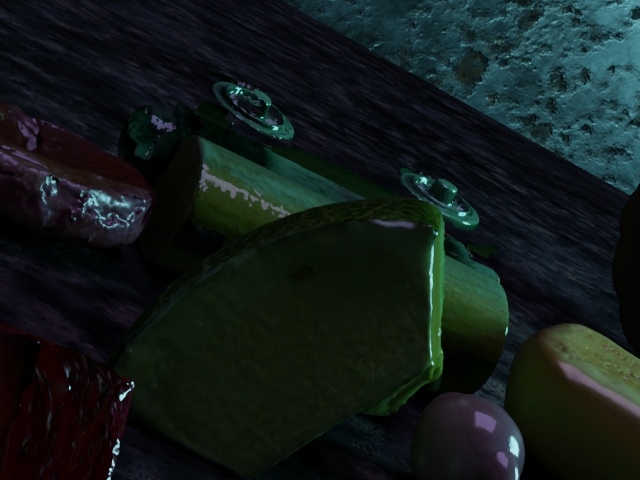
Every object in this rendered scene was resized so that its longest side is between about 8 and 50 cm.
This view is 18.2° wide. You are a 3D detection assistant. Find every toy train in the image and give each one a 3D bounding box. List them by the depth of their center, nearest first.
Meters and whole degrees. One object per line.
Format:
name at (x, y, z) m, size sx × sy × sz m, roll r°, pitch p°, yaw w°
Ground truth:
toy train at (0.005, -0.006, 1.384) m, size 0.307 × 0.126 × 0.189 m, roll 26°, pitch 12°, yaw -21°

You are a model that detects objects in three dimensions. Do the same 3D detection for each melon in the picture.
melon at (0.000, 0.052, 1.153) m, size 0.323 × 0.196 × 0.124 m, roll 8°, pitch 58°, yaw -81°

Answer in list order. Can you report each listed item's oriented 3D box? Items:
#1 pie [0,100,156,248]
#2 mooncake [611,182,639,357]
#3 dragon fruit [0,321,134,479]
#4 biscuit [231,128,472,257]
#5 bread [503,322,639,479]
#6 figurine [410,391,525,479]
pie at (-0.189, -0.046, 1.268) m, size 0.182 × 0.049 × 0.182 m, roll 24°, pitch 9°, yaw -4°
mooncake at (0.423, 0.035, 1.863) m, size 0.290 × 0.290 × 0.161 m, roll 35°, pitch 5°, yaw 26°
dragon fruit at (-0.171, 0.073, 0.634) m, size 0.211 × 0.134 × 0.262 m, roll 19°, pitch -6°, yaw 7°
biscuit at (0.029, -0.020, 1.749) m, size 0.273 × 0.036 × 0.187 m, roll 20°, pitch 14°, yaw -42°
bread at (0.219, 0.143, 1.334) m, size 0.217 × 0.098 × 0.147 m, roll 30°, pitch 12°, yaw 13°
figurine at (0.087, 0.126, 1.159) m, size 0.067 × 0.071 × 0.083 m, roll -20°, pitch 23°, yaw -18°
